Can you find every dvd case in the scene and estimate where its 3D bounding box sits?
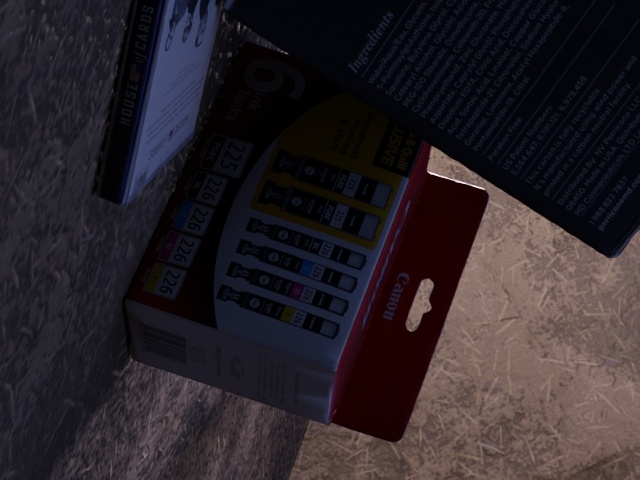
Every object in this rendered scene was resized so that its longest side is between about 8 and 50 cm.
[{"bbox_3d":[-0.113,-0.165,1.390,0.179,0.029,0.239,-56,163,-66],"label":"dvd case"}]

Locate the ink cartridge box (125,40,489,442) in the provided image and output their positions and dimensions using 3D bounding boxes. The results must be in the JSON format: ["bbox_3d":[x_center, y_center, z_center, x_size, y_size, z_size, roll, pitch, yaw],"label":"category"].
[{"bbox_3d":[0.000,0.000,1.677,0.130,0.272,0.309,95,14,-60],"label":"ink cartridge box"}]

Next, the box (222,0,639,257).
[{"bbox_3d":[0.153,-0.217,1.553,0.212,0.395,0.293,-56,-173,24],"label":"box"}]
